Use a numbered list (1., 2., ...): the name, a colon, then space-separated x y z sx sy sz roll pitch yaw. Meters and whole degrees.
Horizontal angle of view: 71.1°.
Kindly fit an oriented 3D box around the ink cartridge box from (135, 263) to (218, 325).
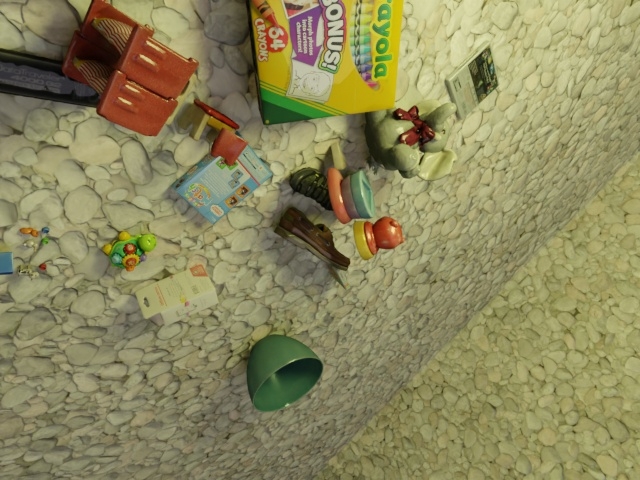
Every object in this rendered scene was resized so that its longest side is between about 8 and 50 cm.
1. ink cartridge box: -0.404 0.159 1.263 0.198 0.115 0.067 -22 138 -20

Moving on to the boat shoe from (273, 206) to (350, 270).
1. boat shoe: 0.000 0.000 1.417 0.307 0.110 0.104 31 88 -38

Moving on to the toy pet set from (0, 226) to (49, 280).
1. toy pet set: -0.658 0.039 0.982 0.114 0.065 0.122 -3 127 -38

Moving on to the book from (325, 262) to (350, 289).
1. book: 0.058 0.109 1.608 0.035 0.096 0.144 -36 141 -7

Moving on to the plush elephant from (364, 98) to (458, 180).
1. plush elephant: 0.270 -0.307 1.270 0.255 0.272 0.330 -20 167 -5

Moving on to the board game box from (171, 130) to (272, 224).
1. board game box: -0.248 -0.156 1.154 0.211 0.039 0.160 -41 141 -1

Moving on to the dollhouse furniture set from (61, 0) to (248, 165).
1. dollhouse furniture set: -0.263 -0.277 0.865 0.152 0.201 0.374 -55 148 12

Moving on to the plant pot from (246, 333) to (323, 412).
1. plant pot: -0.162 0.471 1.689 0.290 0.195 0.290 -22 137 -22

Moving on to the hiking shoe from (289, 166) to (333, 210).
1. hiking shoe: 0.011 -0.144 1.318 0.226 0.114 0.086 12 117 -45

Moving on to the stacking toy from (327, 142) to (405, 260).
1. stacking toy: 0.137 -0.127 1.291 0.130 0.280 0.309 -14 143 19

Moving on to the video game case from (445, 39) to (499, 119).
1. video game case: 0.493 -0.511 1.442 0.173 0.022 0.190 -43 140 3

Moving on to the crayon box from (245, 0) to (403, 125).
1. crayon box: 0.009 -0.447 0.944 0.313 0.106 0.363 -10 132 -9

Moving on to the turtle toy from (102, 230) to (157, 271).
1. turtle toy: -0.470 0.026 1.122 0.130 0.066 0.095 -40 141 -1

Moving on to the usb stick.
1. usb stick: -0.528 -0.294 0.793 0.278 0.045 0.077 0 119 -39
